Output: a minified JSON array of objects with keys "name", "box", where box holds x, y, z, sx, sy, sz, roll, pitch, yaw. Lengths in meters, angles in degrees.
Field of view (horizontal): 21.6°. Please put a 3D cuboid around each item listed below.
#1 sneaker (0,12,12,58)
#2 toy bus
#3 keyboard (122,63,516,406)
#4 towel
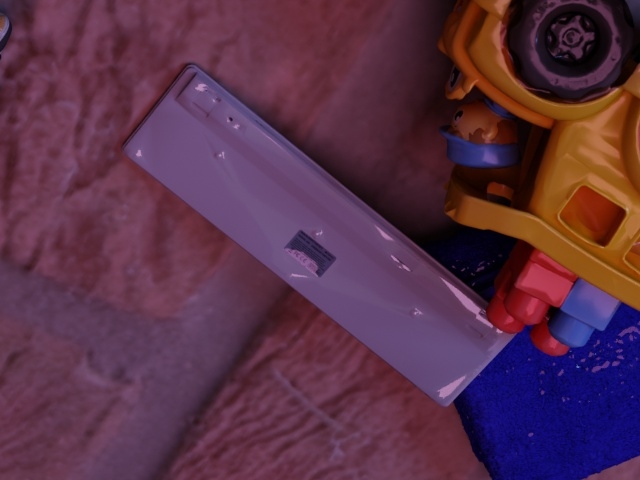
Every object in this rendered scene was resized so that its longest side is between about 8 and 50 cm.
[{"name":"sneaker","box":[-0.196,-0.095,0.959,0.037,0.032,0.083,23,120,-37]},{"name":"toy bus","box":[0.140,-0.042,0.949,0.220,0.149,0.211,30,107,-6]},{"name":"keyboard","box":[0.000,0.000,1.011,0.256,0.014,0.072,39,115,-7]},{"name":"towel","box":[0.224,0.045,1.086,0.308,0.076,0.227,-23,121,4]}]
